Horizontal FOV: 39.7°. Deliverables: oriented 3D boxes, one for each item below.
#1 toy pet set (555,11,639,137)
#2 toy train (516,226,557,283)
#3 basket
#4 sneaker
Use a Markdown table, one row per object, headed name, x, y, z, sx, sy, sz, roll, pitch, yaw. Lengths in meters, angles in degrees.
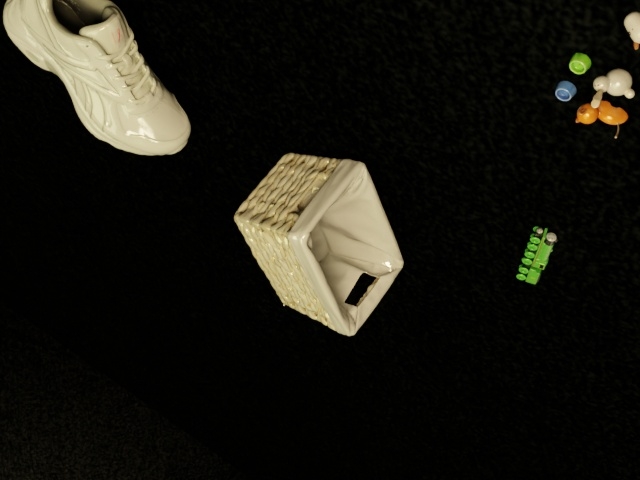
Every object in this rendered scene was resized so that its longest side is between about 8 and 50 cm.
| name | x | y | z | sx | sy | sz | roll | pitch | yaw |
| --- | --- | --- | --- | --- | --- | --- | --- | --- | --- |
| toy pet set | 0.213 | -0.092 | 0.587 | 0.114 | 0.065 | 0.122 | 29 | 153 | 11 |
| toy train | 0.201 | 0.015 | 0.824 | 0.024 | 0.017 | 0.083 | 18 | 150 | 11 |
| basket | 0.000 | 0.000 | 0.924 | 0.103 | 0.113 | 0.167 | 19 | 149 | 36 |
| sneaker | -0.218 | -0.180 | 0.905 | 0.232 | 0.090 | 0.115 | 43 | 148 | -17 |
